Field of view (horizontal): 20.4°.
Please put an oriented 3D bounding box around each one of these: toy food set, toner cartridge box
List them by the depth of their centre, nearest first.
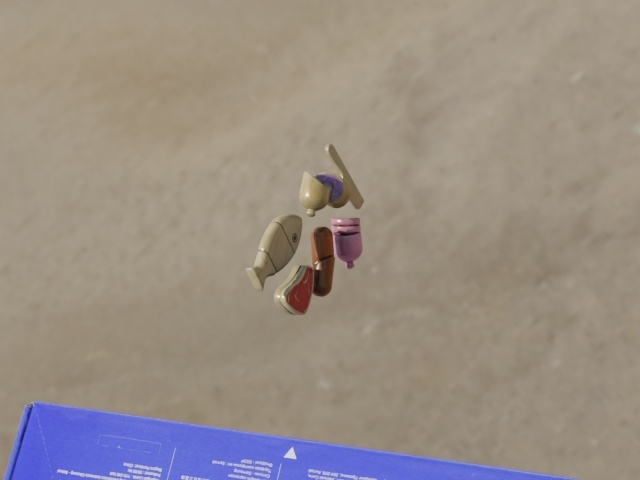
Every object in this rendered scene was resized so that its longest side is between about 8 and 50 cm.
[{"bbox_3d":[-0.024,0.202,1.032,0.347,0.075,0.165,7,68,17],"label":"toner cartridge box"},{"bbox_3d":[0.000,0.000,1.129,0.019,0.078,0.122,1,48,34],"label":"toy food set"}]
